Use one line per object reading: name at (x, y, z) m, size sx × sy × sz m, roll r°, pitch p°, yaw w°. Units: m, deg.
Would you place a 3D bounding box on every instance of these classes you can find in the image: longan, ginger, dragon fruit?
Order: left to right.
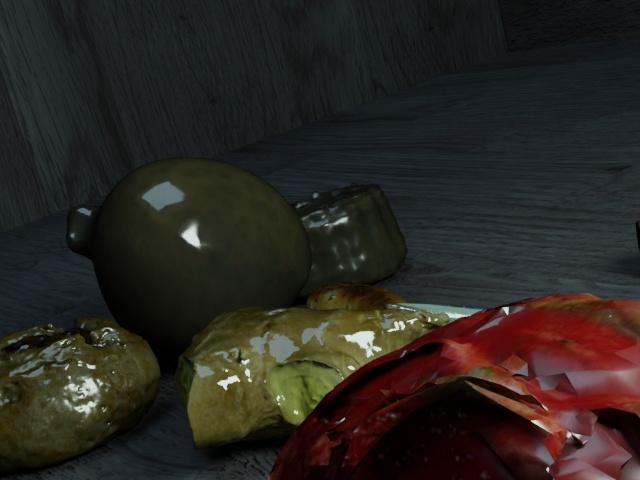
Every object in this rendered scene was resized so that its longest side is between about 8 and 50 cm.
longan at (-0.160, 0.020, 1.495) m, size 0.300 × 0.243 × 0.300 m, roll 8°, pitch -14°, yaw 2°
ginger at (-0.008, 0.125, 1.213) m, size 0.270 × 0.123 × 0.219 m, roll -5°, pitch 11°, yaw -5°
dragon fruit at (0.114, 0.159, 0.554) m, size 0.295 × 0.296 × 0.301 m, roll -6°, pitch 13°, yaw 35°

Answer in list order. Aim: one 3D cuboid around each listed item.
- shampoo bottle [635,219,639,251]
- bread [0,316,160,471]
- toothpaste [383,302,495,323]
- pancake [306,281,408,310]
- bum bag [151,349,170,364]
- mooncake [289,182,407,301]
shampoo bottle at (0.472, -0.020, 1.377) m, size 0.236 × 0.067 × 0.068 m, roll -13°, pitch 32°, yaw 4°
bread at (-0.296, 0.161, 1.375) m, size 0.230 × 0.123 × 0.230 m, roll -17°, pitch 13°, yaw 4°
toothpaste at (0.159, 0.084, 1.260) m, size 0.197 × 0.035 × 0.057 m, roll 4°, pitch -28°, yaw -3°
pancake at (-0.009, 0.114, 1.380) m, size 0.244 × 0.057 × 0.266 m, roll -17°, pitch 14°, yaw -4°
bum bag at (-0.233, 0.147, 1.571) m, size 0.109 × 0.026 × 0.159 m, roll -6°, pitch 16°, yaw 33°
mooncake at (0.000, 0.000, 1.706) m, size 0.228 × 0.124 × 0.228 m, roll -16°, pitch 13°, yaw 4°
